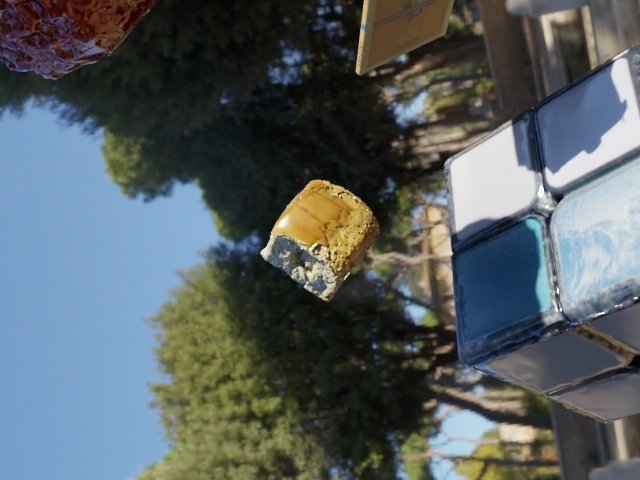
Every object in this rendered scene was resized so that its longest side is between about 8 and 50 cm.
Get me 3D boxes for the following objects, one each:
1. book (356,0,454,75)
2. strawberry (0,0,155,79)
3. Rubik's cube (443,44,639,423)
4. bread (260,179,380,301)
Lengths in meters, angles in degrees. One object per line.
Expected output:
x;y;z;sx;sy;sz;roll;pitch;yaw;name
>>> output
0.130;-0.350;1.283;0.018;0.170;0.241;51;157;25;book
-0.281;-0.313;0.788;0.351;0.312;0.267;51;-175;-5;strawberry
0.370;0.012;1.116;0.313;0.316;0.318;25;-128;-33;Rubik's cube
0.000;0.000;0.809;0.070;0.083;0.076;-53;-4;-41;bread
